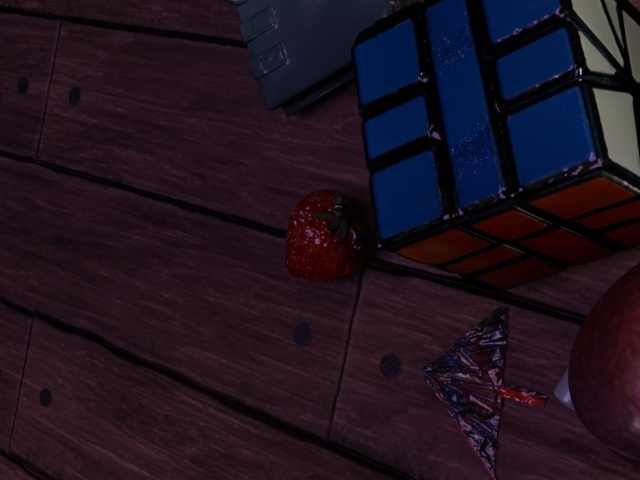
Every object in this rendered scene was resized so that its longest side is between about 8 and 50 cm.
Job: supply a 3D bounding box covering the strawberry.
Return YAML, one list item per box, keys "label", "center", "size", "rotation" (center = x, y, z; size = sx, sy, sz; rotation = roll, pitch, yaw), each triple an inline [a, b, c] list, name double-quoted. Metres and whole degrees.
- label: "strawberry"
  center: [-0.003, -0.004, 1.453]
  size: [0.148, 0.131, 0.131]
  rotation: [-20, 75, 27]

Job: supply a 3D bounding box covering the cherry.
- label: "cherry"
  center: [0.390, 0.129, 1.063]
  size: [0.221, 0.261, 0.307]
  rotation: [29, 87, 35]

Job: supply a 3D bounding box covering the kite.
- label: "kite"
  center: [0.215, 0.200, 1.342]
  size: [0.189, 0.009, 0.232]
  rotation: [8, 93, 36]

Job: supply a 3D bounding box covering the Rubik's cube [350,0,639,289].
- label: "Rubik's cube"
  center: [0.234, -0.126, 1.155]
  size: [0.283, 0.293, 0.288]
  rotation: [-21, 63, 32]

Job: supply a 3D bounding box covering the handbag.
- label: "handbag"
  center: [0.001, -0.359, 1.494]
  size: [0.274, 0.100, 0.269]
  rotation: [-29, 74, 33]

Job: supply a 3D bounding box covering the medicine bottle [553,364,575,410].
- label: "medicine bottle"
  center: [0.327, 0.167, 1.235]
  size: [0.047, 0.047, 0.083]
  rotation: [39, 109, 32]

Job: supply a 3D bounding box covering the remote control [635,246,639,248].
- label: "remote control"
  center: [0.390, -0.023, 1.215]
  size: [0.261, 0.029, 0.067]
  rotation: [-5, 79, 35]
